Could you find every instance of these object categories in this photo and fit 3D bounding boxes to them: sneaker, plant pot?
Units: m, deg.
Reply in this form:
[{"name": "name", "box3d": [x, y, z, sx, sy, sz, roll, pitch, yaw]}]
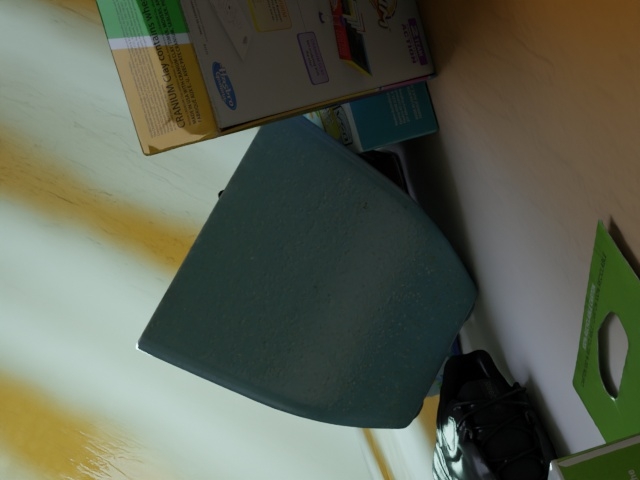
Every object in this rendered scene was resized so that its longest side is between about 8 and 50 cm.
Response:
[{"name": "sneaker", "box3d": [0.146, 0.186, 0.849, 0.286, 0.109, 0.130, -124, 24, -68]}, {"name": "plant pot", "box3d": [-0.001, 0.056, 1.004, 0.252, 0.247, 0.248, 30, 171, -2]}]

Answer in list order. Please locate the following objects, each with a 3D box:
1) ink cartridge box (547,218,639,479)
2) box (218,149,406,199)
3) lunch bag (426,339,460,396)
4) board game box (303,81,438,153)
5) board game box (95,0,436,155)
[{"name": "ink cartridge box", "box3d": [0.161, 0.149, 0.572, 0.189, 0.097, 0.255, 79, 171, -51]}, {"name": "box", "box3d": [0.000, 0.000, 1.232, 0.168, 0.203, 0.167, -129, 23, -79]}, {"name": "lunch bag", "box3d": [0.079, 0.119, 1.184, 0.151, 0.128, 0.096, -117, 12, -61]}, {"name": "board game box", "box3d": [0.004, -0.210, 1.071, 0.336, 0.079, 0.254, -173, 67, -80]}, {"name": "board game box", "box3d": [-0.039, -0.206, 0.751, 0.316, 0.064, 0.242, -24, -80, -56]}]
